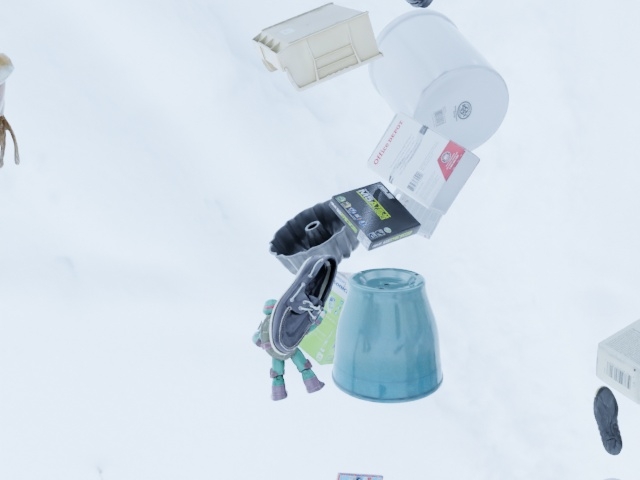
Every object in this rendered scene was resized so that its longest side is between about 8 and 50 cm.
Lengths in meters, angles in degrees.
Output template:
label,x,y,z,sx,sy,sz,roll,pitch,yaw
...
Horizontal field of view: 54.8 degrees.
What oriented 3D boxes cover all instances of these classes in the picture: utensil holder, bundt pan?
label,x,y,z,sx,sy,sz,roll,pitch,yaw
utensil holder,0.360,-0.485,1.913,0.328,0.385,0.327,-10,132,-11
bundt pan,0.000,0.000,2.030,0.331,0.331,0.124,-28,114,2

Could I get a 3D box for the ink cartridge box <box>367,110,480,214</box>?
label,x,y,z,sx,sy,sz,roll,pitch,yaw
ink cartridge box,0.149,-0.115,0.913,0.056,0.135,0.099,14,111,-50

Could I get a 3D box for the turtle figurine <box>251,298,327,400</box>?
label,x,y,z,sx,sy,sz,roll,pitch,yaw
turtle figurine,-0.076,0.201,1.265,0.175,0.234,0.118,-14,178,24

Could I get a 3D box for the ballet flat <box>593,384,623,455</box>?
label,x,y,z,sx,sy,sz,roll,pitch,yaw
ballet flat,0.674,0.423,1.458,0.058,0.049,0.173,-10,97,10

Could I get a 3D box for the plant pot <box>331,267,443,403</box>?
label,x,y,z,sx,sy,sz,roll,pitch,yaw
plant pot,0.160,0.209,1.477,0.272,0.272,0.255,-6,106,-16

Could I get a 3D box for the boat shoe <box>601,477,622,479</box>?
label,x,y,z,sx,sy,sz,roll,pitch,yaw
boat shoe,0.343,0.411,0.820,0.267,0.096,0.088,-38,123,-24

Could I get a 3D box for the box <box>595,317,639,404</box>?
label,x,y,z,sx,sy,sz,roll,pitch,yaw
box,0.683,0.204,1.217,0.275,0.113,0.094,-22,122,-19

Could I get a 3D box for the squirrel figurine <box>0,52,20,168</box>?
label,x,y,z,sx,sy,sz,roll,pitch,yaw
squirrel figurine,-0.451,-0.059,0.572,0.281,0.397,0.370,30,88,7

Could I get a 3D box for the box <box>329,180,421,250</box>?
label,x,y,z,sx,sy,sz,roll,pitch,yaw
box,0.149,-0.070,1.697,0.184,0.190,0.045,-20,146,-31

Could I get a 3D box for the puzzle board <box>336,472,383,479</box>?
label,x,y,z,sx,sy,sz,roll,pitch,yaw
puzzle board,0.064,0.500,1.153,0.096,0.011,0.128,12,88,-23

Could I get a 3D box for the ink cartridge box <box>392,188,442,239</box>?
label,x,y,z,sx,sy,sz,roll,pitch,yaw
ink cartridge box,0.313,-0.099,2.057,0.145,0.179,0.045,-58,156,-19

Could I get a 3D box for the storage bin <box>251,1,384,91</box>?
label,x,y,z,sx,sy,sz,roll,pitch,yaw
storage bin,-0.017,-0.511,1.619,0.260,0.262,0.123,-25,122,-8

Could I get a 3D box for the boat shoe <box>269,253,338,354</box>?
label,x,y,z,sx,sy,sz,roll,pitch,yaw
boat shoe,-0.027,0.110,1.115,0.075,0.206,0.065,38,150,-21

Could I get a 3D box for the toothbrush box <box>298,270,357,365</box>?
label,x,y,z,sx,sy,sz,roll,pitch,yaw
toothbrush box,0.080,0.252,2.004,0.206,0.122,0.283,8,115,-55

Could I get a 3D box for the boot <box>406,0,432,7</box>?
label,x,y,z,sx,sy,sz,roll,pitch,yaw
boot,0.046,-0.740,1.531,0.445,0.367,0.146,0,145,-22
